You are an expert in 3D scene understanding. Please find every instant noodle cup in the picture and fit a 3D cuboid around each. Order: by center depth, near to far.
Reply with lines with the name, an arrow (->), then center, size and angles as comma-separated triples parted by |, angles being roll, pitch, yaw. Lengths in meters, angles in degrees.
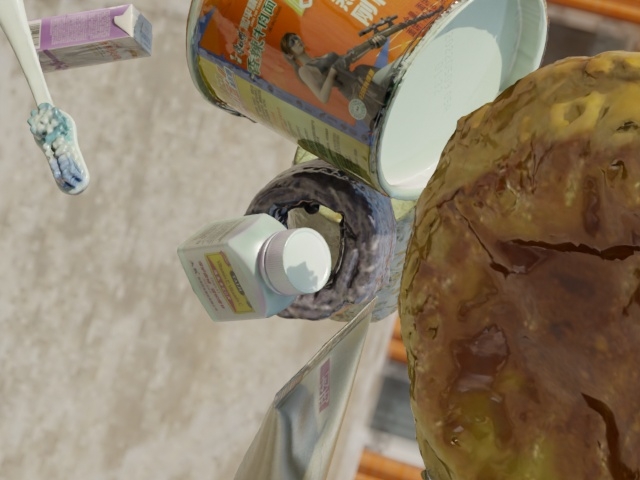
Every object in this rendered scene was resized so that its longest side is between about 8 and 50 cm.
instant noodle cup -> 0.053, -0.186, 1.491 | 0.296, 0.214, 0.296 | -35, 147, -27

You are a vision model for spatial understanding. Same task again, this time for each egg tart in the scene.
egg tart -> 0.244, 0.079, 1.125 | 0.178, 0.443, 0.443 | -21, 130, -44

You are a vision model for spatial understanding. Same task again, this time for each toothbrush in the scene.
toothbrush -> -0.226, -0.201, 1.112 | 0.040, 0.040, 0.386 | 62, 5, -72

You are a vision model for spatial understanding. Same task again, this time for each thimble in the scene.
thimble -> -0.001, -0.003, 1.594 | 0.098, 0.150, 0.150 | -41, 145, -69

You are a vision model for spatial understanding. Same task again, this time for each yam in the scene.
yam -> 0.040, -0.019, 1.888 | 0.304, 0.168, 0.168 | 97, 14, -60

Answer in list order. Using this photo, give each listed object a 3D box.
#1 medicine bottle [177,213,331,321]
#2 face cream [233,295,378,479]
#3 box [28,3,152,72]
medicine bottle -> -0.049, 0.021, 1.325 | 0.055, 0.118, 0.074 | -39, 112, -39
face cream -> -0.025, 0.183, 1.495 | 0.137, 0.084, 0.341 | -42, 162, -34
box -> -0.216, -0.185, 1.538 | 0.050, 0.117, 0.036 | 48, 38, -66
